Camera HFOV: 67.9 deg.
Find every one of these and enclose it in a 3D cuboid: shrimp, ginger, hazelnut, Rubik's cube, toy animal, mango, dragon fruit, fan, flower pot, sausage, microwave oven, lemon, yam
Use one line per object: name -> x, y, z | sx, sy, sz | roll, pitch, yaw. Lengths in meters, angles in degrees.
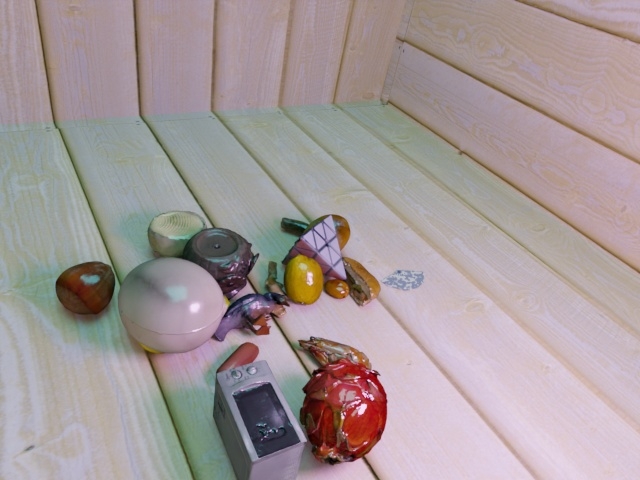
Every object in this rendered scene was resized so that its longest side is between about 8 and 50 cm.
shrimp -> 0.047, 0.431, 1.740 | 0.294, 0.062, 0.154 | 21, 43, 10
ginger -> -0.184, 0.200, 1.970 | 0.089, 0.075, 0.288 | -2, 42, -10
hazelnut -> -0.846, 0.165, 1.727 | 0.214, 0.176, 0.214 | -4, 57, 6
Rubik's cube -> -0.026, 0.036, 2.042 | 0.233, 0.229, 0.229 | -5, 25, -22
toy animal -> -0.261, 0.279, 1.792 | 0.298, 0.122, 0.185 | -20, 38, -13
mango -> 0.000, 0.000, 2.193 | 0.316, 0.146, 0.193 | -35, 70, -17
dragon fruit -> 0.075, 0.515, 1.460 | 0.277, 0.277, 0.343 | 7, 55, -7
fan -> 0.393, 0.183, 2.206 | 0.240, 0.009, 0.131 | -9, 42, -26
flower pot -> -0.402, 0.098, 1.921 | 0.301, 0.213, 0.302 | 7, 37, -6
sausage -> -0.286, 0.422, 1.645 | 0.077, 0.077, 0.194 | 25, 39, 17
mango -> 0.069, 0.207, 2.040 | 0.114, 0.060, 0.080 | 34, 55, 24
microwave oven -> -0.180, 0.538, 1.382 | 0.181, 0.238, 0.295 | -11, 40, -28
lemon -> -0.068, 0.160, 1.946 | 0.169, 0.208, 0.170 | 1, -2, 0
yam -> -0.045, -0.040, 2.327 | 0.317, 0.067, 0.071 | 19, 26, 8

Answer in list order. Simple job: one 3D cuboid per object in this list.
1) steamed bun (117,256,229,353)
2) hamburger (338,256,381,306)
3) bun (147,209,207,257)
steamed bun -> -0.514, 0.219, 1.644 | 0.373, 0.334, 0.334 | 29, 40, 28
hamburger -> 0.172, 0.169, 2.065 | 0.130, 0.124, 0.262 | -11, 43, -30
bun -> -0.614, -0.013, 2.060 | 0.259, 0.152, 0.259 | 8, 33, -5
